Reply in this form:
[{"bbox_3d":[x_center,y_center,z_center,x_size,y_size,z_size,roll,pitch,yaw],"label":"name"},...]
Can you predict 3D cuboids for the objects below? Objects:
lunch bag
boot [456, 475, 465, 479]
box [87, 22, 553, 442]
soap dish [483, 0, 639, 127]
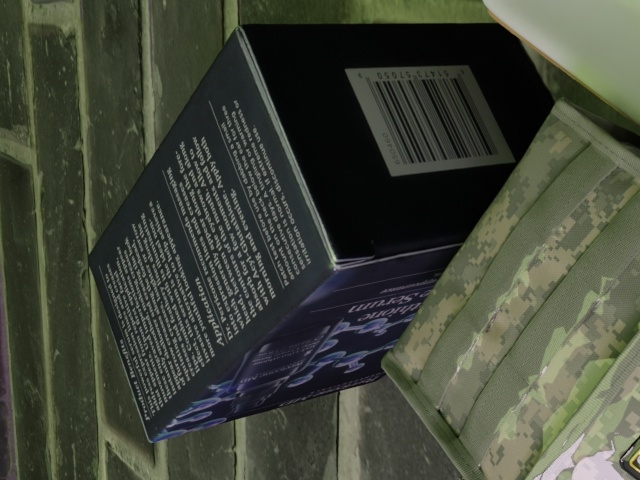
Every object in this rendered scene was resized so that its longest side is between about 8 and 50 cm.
[{"bbox_3d":[0.203,0.090,0.608,0.235,0.169,0.287,-58,40,19],"label":"lunch bag"},{"bbox_3d":[0.169,0.323,0.937,0.236,0.085,0.179,-54,53,38],"label":"boot"},{"bbox_3d":[0.000,0.000,0.911,0.395,0.293,0.212,-45,62,50],"label":"box"},{"bbox_3d":[0.258,-0.190,0.655,0.291,0.118,0.229,48,134,36],"label":"soap dish"}]
